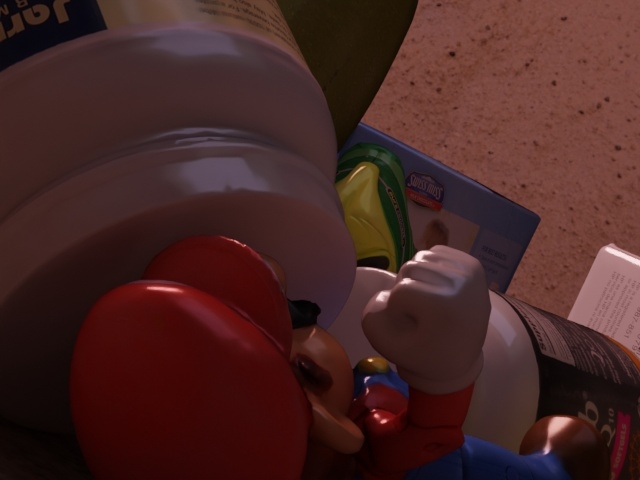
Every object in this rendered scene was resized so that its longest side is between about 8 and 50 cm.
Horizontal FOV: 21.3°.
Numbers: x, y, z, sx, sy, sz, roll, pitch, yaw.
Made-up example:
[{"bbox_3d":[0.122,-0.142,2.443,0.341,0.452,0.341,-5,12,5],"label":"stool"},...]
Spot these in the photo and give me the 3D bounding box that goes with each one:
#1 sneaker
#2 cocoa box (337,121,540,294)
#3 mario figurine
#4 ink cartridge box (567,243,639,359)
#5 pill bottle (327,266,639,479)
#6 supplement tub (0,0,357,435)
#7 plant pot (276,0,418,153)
[{"bbox_3d":[0.023,0.042,1.229,0.109,0.123,0.295,23,-34,6],"label":"sneaker"},{"bbox_3d":[0.000,0.000,1.583,0.228,0.231,0.347,28,4,36],"label":"cocoa box"},{"bbox_3d":[0.012,0.072,0.822,0.320,0.198,0.170,28,14,-47],"label":"mario figurine"},{"bbox_3d":[0.306,0.163,1.283,0.129,0.223,0.307,24,3,-38],"label":"ink cartridge box"},{"bbox_3d":[0.098,0.111,1.101,0.162,0.162,0.278,27,4,40],"label":"pill bottle"},{"bbox_3d":[-0.129,-0.084,0.915,0.235,0.235,0.325,22,36,-49],"label":"supplement tub"},{"bbox_3d":[-0.083,-0.115,1.190,0.274,0.275,0.293,25,42,-9],"label":"plant pot"}]
